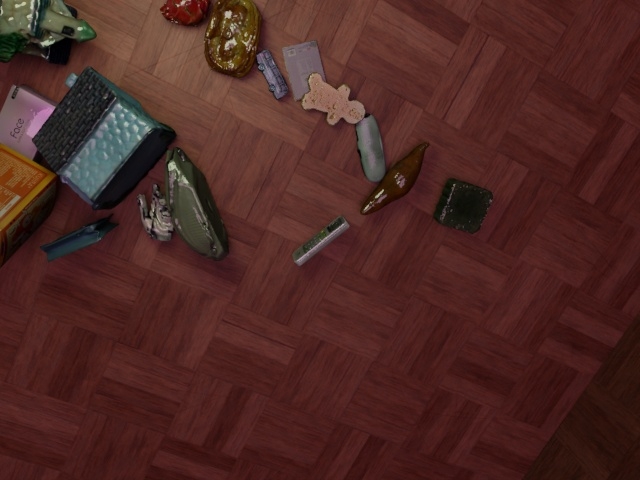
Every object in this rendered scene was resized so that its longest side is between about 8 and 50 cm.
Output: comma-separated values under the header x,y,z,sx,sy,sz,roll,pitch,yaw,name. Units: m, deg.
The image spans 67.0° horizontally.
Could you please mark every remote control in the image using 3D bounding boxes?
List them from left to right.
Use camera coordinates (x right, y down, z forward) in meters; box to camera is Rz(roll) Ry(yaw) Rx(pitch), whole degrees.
x,y,z,sx,sy,sz,roll,pitch,yaw,name
0.000,0.000,1.841,0.250,0.103,0.034,-37,110,6,remote control
0.186,-0.339,1.791,0.097,0.045,0.256,-16,105,-2,remote control

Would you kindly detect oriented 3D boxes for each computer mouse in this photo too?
x,y,z,sx,sy,sz,roll,pitch,yaw,name
-0.454,-0.110,1.691,0.145,0.228,0.429,-17,109,5,computer mouse

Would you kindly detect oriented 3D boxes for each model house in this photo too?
x,y,z,sx,sy,sz,roll,pitch,yaw,name
-0.844,-0.641,1.449,0.284,0.298,0.243,-2,114,-45,model house
-0.731,-0.333,1.572,0.339,0.297,0.360,41,98,-8,model house

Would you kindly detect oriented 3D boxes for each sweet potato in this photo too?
x,y,z,sx,sy,sz,roll,pitch,yaw,name
0.292,-0.219,1.808,0.112,0.112,0.359,35,102,-15,sweet potato

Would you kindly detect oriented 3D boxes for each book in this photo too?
x,y,z,sx,sy,sz,roll,pitch,yaw,name
-0.053,-0.598,1.700,0.127,0.014,0.182,-16,108,-2,book

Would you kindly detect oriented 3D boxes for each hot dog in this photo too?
x,y,z,sx,sy,sz,roll,pitch,yaw,name
-0.287,-0.678,1.595,0.175,0.114,0.259,13,105,-8,hot dog

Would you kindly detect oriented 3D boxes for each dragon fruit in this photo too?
x,y,z,sx,sy,sz,roll,pitch,yaw,name
-0.429,-0.753,1.554,0.165,0.133,0.136,-27,66,0,dragon fruit

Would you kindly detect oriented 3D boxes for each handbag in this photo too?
x,y,z,sx,sy,sz,roll,pitch,yaw,name
-0.843,-0.015,1.700,0.229,0.179,0.062,-22,108,7,handbag

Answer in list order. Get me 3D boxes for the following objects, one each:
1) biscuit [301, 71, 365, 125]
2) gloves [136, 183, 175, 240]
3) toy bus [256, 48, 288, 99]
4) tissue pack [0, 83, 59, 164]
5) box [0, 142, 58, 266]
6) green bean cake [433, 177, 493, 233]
x,y,z,sx,sy,sz,roll,pitch,yaw,name
0.050,-0.488,1.719,0.234,0.030,0.153,20,106,-10,biscuit
-0.579,-0.106,1.739,0.127,0.111,0.212,16,111,19,gloves
-0.169,-0.574,1.676,0.065,0.047,0.166,-29,107,-2,toy bus
-0.979,-0.374,1.614,0.148,0.092,0.246,28,101,-15,tissue pack
-1.025,-0.102,1.546,0.213,0.284,0.259,31,135,-12,box
0.551,-0.133,1.872,0.184,0.094,0.184,15,104,-11,green bean cake
